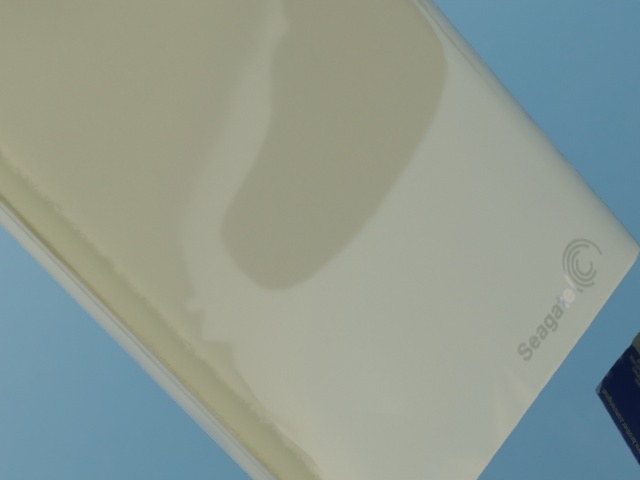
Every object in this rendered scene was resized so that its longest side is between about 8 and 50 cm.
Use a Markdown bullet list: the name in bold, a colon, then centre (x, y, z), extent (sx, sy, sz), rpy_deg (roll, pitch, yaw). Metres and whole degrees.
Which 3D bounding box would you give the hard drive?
- **hard drive**: centre (-0.020, -0.037, 0.524), extent (0.203, 0.307, 0.040), rpy_deg (-48, -167, -25)

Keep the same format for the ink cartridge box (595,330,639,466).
- **ink cartridge box**: centre (0.332, 0.056, 0.859), extent (0.311, 0.065, 0.186), rpy_deg (-53, -147, 21)
